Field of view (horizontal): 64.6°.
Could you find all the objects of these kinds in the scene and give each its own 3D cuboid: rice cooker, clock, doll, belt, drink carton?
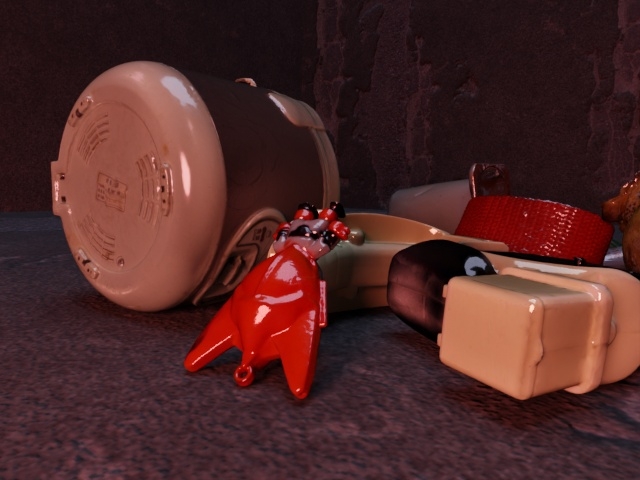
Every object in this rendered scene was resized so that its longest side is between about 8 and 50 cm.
[{"bbox_3d":[-0.140,-0.058,0.622,0.289,0.288,0.277,6,7,35],"label":"rice cooker"},{"bbox_3d":[0.112,0.037,0.507,0.277,0.120,0.379,1,6,-36],"label":"clock"},{"bbox_3d":[-0.029,0.035,0.400,0.109,0.169,0.057,4,-32,30],"label":"doll"},{"bbox_3d":[0.260,0.018,0.663,0.128,0.124,0.201,27,-7,-36],"label":"belt"},{"bbox_3d":[0.234,-0.033,0.922,0.190,0.190,0.185,-6,4,33],"label":"drink carton"}]

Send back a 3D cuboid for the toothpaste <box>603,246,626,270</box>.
[{"bbox_3d":[0.473,0.040,0.861,0.234,0.057,0.089,-5,11,16],"label":"toothpaste"}]

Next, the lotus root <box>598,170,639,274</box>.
[{"bbox_3d":[0.363,0.007,0.458,0.154,0.154,0.278,0,32,-9],"label":"lotus root"}]

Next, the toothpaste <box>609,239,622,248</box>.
[{"bbox_3d":[0.573,0.012,1.069,0.099,0.061,0.392,-2,10,11],"label":"toothpaste"}]
